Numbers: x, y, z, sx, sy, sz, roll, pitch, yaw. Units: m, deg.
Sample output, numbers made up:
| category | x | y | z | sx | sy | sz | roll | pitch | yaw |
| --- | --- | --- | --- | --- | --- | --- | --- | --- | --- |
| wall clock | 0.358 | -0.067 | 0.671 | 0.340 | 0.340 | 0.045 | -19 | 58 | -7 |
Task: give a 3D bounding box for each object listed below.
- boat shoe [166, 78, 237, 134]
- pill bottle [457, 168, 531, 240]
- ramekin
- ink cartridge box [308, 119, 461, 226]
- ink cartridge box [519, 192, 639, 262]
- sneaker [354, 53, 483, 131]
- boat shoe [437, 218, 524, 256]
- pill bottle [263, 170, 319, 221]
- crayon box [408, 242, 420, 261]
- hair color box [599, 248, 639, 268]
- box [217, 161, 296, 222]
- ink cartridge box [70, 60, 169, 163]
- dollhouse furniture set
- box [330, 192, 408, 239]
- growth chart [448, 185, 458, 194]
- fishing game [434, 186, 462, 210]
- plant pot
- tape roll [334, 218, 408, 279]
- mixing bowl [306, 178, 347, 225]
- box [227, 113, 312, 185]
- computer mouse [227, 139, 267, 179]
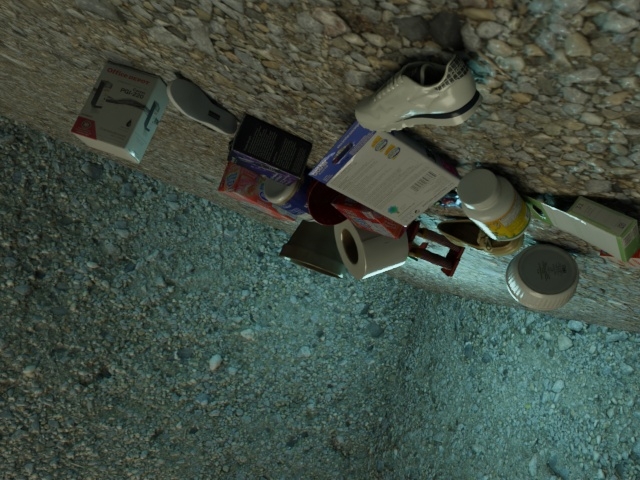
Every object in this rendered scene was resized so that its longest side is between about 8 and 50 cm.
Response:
| category | x | y | z | sx | sy | sz | roll | pitch | yaw |
| --- | --- | --- | --- | --- | --- | --- | --- | --- | --- |
| boat shoe | -0.320 | -0.346 | 1.092 | 0.076 | 0.080 | 0.229 | 13 | 178 | 34 |
| pill bottle | 0.402 | -0.083 | 0.966 | 0.118 | 0.117 | 0.209 | 12 | 170 | 44 |
| ramekin | 0.697 | 0.107 | 1.300 | 0.207 | 0.207 | 0.109 | 16 | 162 | 23 |
| ink cartridge box | 0.146 | -0.156 | 0.941 | 0.311 | 0.065 | 0.186 | 22 | 133 | -31 |
| ink cartridge box | 0.598 | -0.050 | 0.960 | 0.171 | 0.056 | 0.235 | 28 | -169 | -46 |
| sneaker | 0.141 | -0.242 | 0.678 | 0.235 | 0.090 | 0.095 | 6 | 152 | 47 |
| boat shoe | 0.486 | -0.016 | 1.286 | 0.090 | 0.104 | 0.285 | 20 | 174 | -29 |
| pill bottle | -0.056 | -0.157 | 1.461 | 0.153 | 0.153 | 0.265 | 12 | 170 | 45 |
| crayon box | 0.310 | 0.006 | 1.981 | 0.203 | 0.083 | 0.323 | 11 | 169 | 46 |
| hair color box | 0.811 | 0.036 | 1.033 | 0.093 | 0.053 | 0.167 | 22 | 171 | -29 |
| box | -0.220 | -0.195 | 1.605 | 0.300 | 0.153 | 0.142 | 25 | 171 | -41 |
| ink cartridge box | -0.515 | -0.336 | 1.085 | 0.159 | 0.217 | 0.092 | 19 | 167 | 6 |
| dollhouse furniture set | 0.397 | 0.000 | 1.627 | 0.202 | 0.152 | 0.374 | 20 | -170 | -6 |
| box | 0.154 | -0.104 | 1.197 | 0.128 | 0.122 | 0.257 | 40 | 174 | -23 |
| growth chart | 0.274 | -0.156 | 1.142 | 0.238 | 0.021 | 0.172 | 16 | 173 | 26 |
| fishing game | 0.305 | -0.113 | 1.138 | 0.189 | 0.041 | 0.264 | 20 | 175 | -31 |
| plant pot | 0.000 | 0.000 | 1.962 | 0.324 | 0.280 | 0.323 | 19 | 173 | 2 |
| tape roll | 0.174 | -0.002 | 1.463 | 0.169 | 0.245 | 0.246 | -18 | -176 | -18 |
| mixing bowl | 0.026 | -0.149 | 1.348 | 0.182 | 0.181 | 0.098 | 24 | -167 | -33 |
| box | -0.149 | -0.251 | 1.187 | 0.207 | 0.108 | 0.153 | 21 | 173 | -14 |
| computer mouse | -0.217 | -0.263 | 1.422 | 0.071 | 0.041 | 0.242 | -36 | 134 | 29 |
